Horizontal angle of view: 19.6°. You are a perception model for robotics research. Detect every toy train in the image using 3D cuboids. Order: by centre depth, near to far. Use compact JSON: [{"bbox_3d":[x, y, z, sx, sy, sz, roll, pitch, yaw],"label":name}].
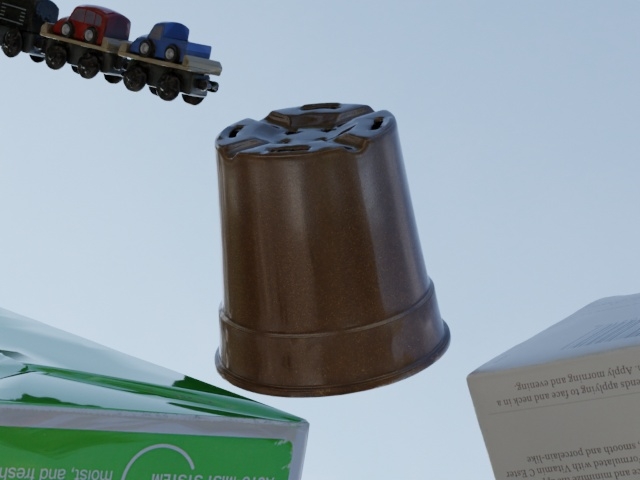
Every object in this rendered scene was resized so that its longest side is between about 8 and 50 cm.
[{"bbox_3d":[-0.107,-0.095,0.883,0.158,0.027,0.036,18,-83,36],"label":"toy train"}]

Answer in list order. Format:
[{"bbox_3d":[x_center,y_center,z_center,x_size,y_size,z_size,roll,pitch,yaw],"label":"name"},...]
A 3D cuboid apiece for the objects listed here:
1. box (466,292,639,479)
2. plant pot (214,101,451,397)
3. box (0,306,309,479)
[{"bbox_3d":[0.212,0.093,1.039,0.181,0.182,0.119,-13,-85,36],"label":"box"},{"bbox_3d":[0.000,0.000,1.272,0.167,0.167,0.165,9,-66,36],"label":"plant pot"},{"bbox_3d":[-0.139,0.138,0.593,0.262,0.127,0.231,15,-85,52],"label":"box"}]
